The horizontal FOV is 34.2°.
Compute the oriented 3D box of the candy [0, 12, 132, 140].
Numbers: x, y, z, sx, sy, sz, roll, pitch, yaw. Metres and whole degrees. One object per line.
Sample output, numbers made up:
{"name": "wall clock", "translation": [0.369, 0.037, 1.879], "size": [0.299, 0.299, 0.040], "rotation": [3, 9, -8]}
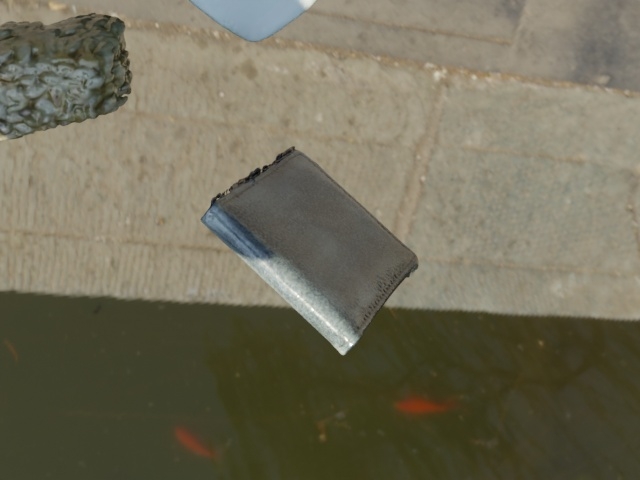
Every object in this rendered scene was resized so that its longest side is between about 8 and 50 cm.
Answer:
{"name": "candy", "translation": [-0.190, -0.119, 0.748], "size": [0.110, 0.095, 0.085], "rotation": [-5, 124, 9]}

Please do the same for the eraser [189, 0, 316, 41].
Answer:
{"name": "eraser", "translation": [-0.085, -0.258, 0.749], "size": [0.104, 0.290, 0.189], "rotation": [-39, 112, 9]}

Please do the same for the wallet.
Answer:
{"name": "wallet", "translation": [-0.002, 0.002, 0.908], "size": [0.167, 0.222, 0.036], "rotation": [43, 115, 1]}
